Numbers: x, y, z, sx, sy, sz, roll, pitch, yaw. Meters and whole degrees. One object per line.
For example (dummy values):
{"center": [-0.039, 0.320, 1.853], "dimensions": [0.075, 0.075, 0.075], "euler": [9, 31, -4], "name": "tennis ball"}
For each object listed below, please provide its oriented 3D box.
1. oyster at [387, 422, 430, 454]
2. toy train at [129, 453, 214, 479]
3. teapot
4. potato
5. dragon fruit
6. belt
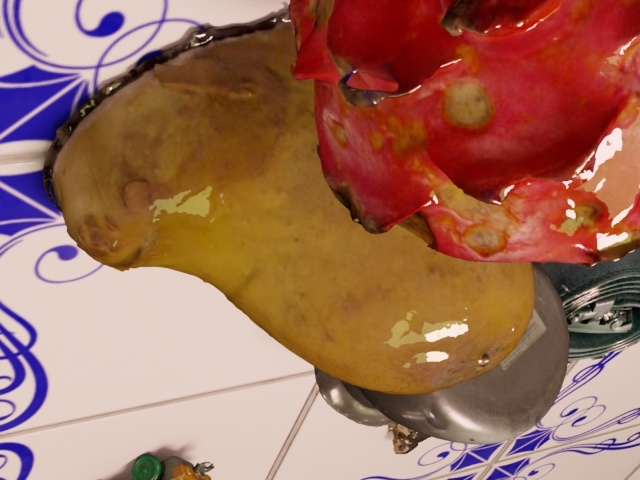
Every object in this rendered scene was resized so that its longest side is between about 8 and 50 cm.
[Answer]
{"center": [0.153, 0.275, 1.792], "dimensions": [0.103, 0.051, 0.148], "euler": [-28, 140, -10], "name": "oyster"}
{"center": [-0.232, 0.373, 1.578], "dimensions": [0.228, 0.136, 0.091], "euler": [-32, 149, 7], "name": "toy train"}
{"center": [0.121, 0.083, 1.336], "dimensions": [0.223, 0.305, 0.285], "euler": [30, 156, -25], "name": "teapot"}
{"center": [0.000, 0.000, 1.028], "dimensions": [0.397, 0.296, 0.290], "euler": [-2, 141, -37], "name": "potato"}
{"center": [0.145, -0.183, 0.804], "dimensions": [0.386, 0.371, 0.249], "euler": [-6, 141, 26], "name": "dragon fruit"}
{"center": [0.366, 0.072, 1.572], "dimensions": [0.267, 0.116, 0.206], "euler": [16, 133, -45], "name": "belt"}
